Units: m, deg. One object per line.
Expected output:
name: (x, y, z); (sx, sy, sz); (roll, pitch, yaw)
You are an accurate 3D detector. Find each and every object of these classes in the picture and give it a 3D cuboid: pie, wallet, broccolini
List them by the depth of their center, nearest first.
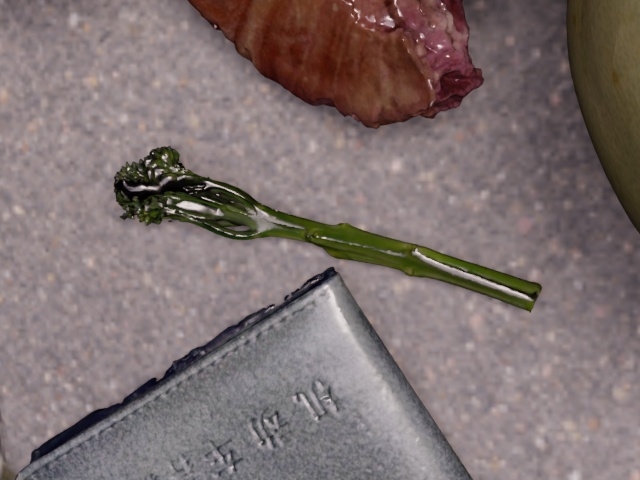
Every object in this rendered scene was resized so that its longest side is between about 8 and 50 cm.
pie: (0.003, -0.140, 0.421); (0.204, 0.054, 0.219); (31, 148, 17)
broccolini: (0.000, 0.001, 0.521); (0.218, 0.044, 0.042); (19, 89, 5)
wallet: (-0.038, 0.138, 0.549); (0.222, 0.036, 0.167); (-32, 91, 17)

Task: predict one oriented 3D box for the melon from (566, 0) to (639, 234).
melon: (0.243, -0.054, 0.321); (0.330, 0.268, 0.269); (24, 105, -1)
